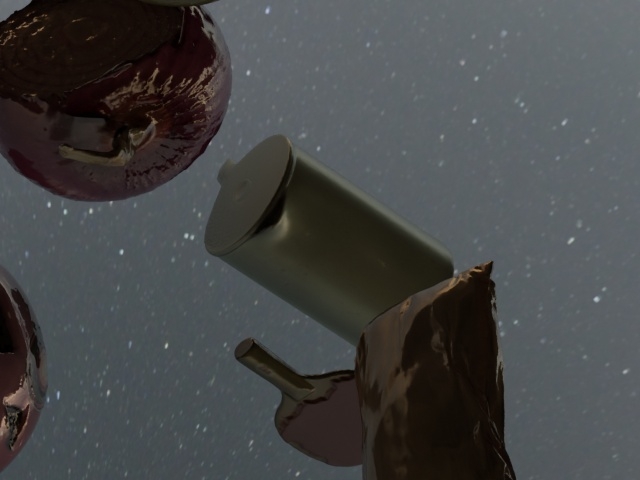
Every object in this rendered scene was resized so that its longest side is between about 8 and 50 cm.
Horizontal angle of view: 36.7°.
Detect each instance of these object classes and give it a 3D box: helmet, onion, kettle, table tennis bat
[{"bbox_3d":[-0.346,0.119,0.959,0.154,0.198,0.253,-31,-82,-3],"label":"helmet"},{"bbox_3d":[-0.179,-0.124,0.845,0.201,0.200,0.207,36,-109,5],"label":"onion"},{"bbox_3d":[0.010,-0.006,1.404,0.318,0.205,0.265,32,-144,-26],"label":"kettle"},{"bbox_3d":[-0.001,0.168,0.994,0.234,0.131,0.022,40,-156,-33],"label":"table tennis bat"}]

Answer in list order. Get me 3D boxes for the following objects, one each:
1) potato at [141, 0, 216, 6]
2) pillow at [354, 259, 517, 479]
[{"bbox_3d":[-0.089,-0.263,0.637,0.178,0.160,0.235,49,-120,-39],"label":"potato"},{"bbox_3d":[0.104,0.164,0.853,0.067,0.173,0.270,29,-136,-41],"label":"pillow"}]
